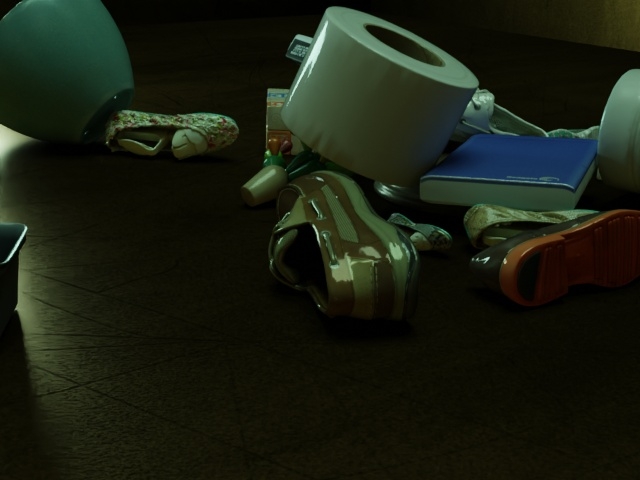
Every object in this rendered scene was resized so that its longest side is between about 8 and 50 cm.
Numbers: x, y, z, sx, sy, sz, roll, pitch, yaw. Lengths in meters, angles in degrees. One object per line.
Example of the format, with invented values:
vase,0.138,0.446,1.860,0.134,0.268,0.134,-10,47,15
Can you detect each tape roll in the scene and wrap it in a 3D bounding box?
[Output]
tape roll,0.085,-0.211,1.508,0.246,0.169,0.246,22,24,-10

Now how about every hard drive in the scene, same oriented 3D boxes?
hard drive,0.291,-0.107,1.535,0.210,0.040,0.319,5,18,20

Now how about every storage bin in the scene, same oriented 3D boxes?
storage bin,-0.355,0.044,1.059,0.098,0.091,0.135,1,18,-6

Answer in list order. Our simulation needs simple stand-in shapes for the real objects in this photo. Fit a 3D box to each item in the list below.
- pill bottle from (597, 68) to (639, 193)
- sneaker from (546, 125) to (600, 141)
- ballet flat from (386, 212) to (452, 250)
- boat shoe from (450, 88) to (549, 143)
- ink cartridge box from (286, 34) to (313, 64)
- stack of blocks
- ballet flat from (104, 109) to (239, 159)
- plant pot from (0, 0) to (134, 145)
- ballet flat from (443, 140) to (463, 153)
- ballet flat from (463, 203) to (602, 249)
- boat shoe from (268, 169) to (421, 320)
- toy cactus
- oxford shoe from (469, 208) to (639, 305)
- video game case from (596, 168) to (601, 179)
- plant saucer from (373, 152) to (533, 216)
pill bottle,0.624,-0.130,1.505,0.392,0.224,0.224,17,23,35
sneaker,0.443,-0.173,1.896,0.166,0.065,0.076,-6,4,-34
ballet flat,0.124,-0.004,1.367,0.041,0.041,0.114,-11,22,-36
boat shoe,0.257,-0.215,1.735,0.277,0.096,0.098,24,46,-17
ink cartridge box,0.117,-0.310,2.154,0.307,0.072,0.304,30,1,-34
stack of blocks,0.049,-0.216,1.902,0.297,0.087,0.171,1,18,-4
ballet flat,-0.260,-0.173,1.777,0.241,0.091,0.077,3,48,15
plant pot,-0.442,-0.280,1.813,0.195,0.290,0.290,43,27,4
ballet flat,0.150,-0.174,1.778,0.316,0.106,0.107,-3,60,-37
ballet flat,0.290,-0.003,1.358,0.206,0.073,0.067,3,45,8
boat shoe,0.000,0.000,1.199,0.120,0.122,0.324,-8,20,-20
toy cactus,-0.040,-0.099,1.562,0.180,0.112,0.219,-32,37,-29
oxford shoe,0.303,0.008,1.258,0.271,0.096,0.098,-9,16,-31
video game case,0.613,-0.137,1.841,0.204,0.025,0.285,10,19,20
plant saucer,0.223,-0.093,1.636,0.278,0.041,0.278,2,17,-1
